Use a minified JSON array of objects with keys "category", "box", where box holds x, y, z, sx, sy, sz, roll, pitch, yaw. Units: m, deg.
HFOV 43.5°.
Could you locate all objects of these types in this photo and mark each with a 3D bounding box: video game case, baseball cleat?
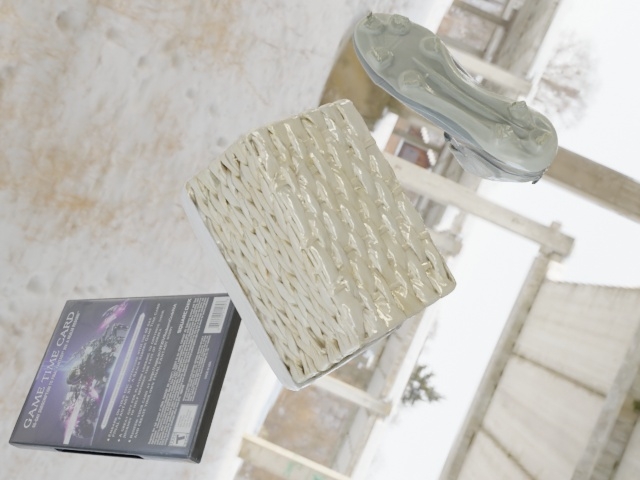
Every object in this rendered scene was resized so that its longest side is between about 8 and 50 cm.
[{"category":"video game case","box":[-0.227,0.154,0.939,0.026,0.274,0.196,49,45,-46]},{"category":"baseball cleat","box":[0.109,-0.114,0.707,0.072,0.206,0.109,-45,165,-14]}]

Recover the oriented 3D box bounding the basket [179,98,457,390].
[{"category":"basket","box":[0.000,0.000,0.550,0.113,0.167,0.103,-26,175,-38]}]
